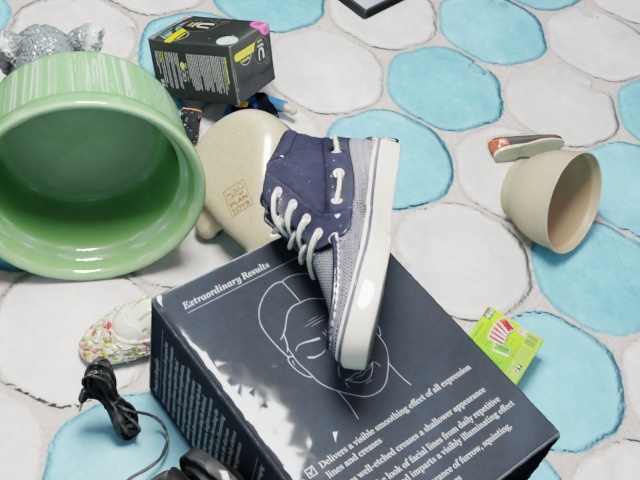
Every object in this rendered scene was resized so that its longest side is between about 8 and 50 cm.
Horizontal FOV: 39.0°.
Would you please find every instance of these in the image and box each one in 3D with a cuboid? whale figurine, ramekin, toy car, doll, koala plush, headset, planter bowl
[{"bbox_3d":[-0.082,-0.056,1.315,0.141,0.216,0.272,23,40,-56],"label":"whale figurine"},{"bbox_3d":[-0.314,-0.103,1.208,0.303,0.303,0.148,-4,45,-15],"label":"ramekin"},{"bbox_3d":[-0.175,-0.192,1.466,0.122,0.060,0.040,-11,10,-11],"label":"toy car"},{"bbox_3d":[-0.098,-0.201,1.489,0.129,0.046,0.189,-17,50,-13],"label":"doll"},{"bbox_3d":[-0.406,-0.228,1.331,0.196,0.221,0.203,-7,53,-17],"label":"koala plush"},{"bbox_3d":[-0.188,0.292,0.954,0.243,0.185,0.394,-22,31,-7],"label":"headset"},{"bbox_3d":[0.353,-0.070,1.424,0.109,0.162,0.162,19,44,41],"label":"planter bowl"}]

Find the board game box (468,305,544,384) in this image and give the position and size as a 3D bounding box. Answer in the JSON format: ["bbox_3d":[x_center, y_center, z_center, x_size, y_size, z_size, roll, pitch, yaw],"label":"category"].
[{"bbox_3d":[0.226,0.182,1.248,0.092,0.043,0.181,32,52,15],"label":"board game box"}]

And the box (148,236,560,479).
[{"bbox_3d":[0.020,0.200,1.080,0.293,0.212,0.395,-27,62,-29],"label":"box"}]

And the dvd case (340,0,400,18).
[{"bbox_3d":[0.062,-0.549,1.823,0.180,0.022,0.253,-34,65,-32],"label":"dvd case"}]

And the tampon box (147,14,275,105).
[{"bbox_3d":[-0.175,-0.295,1.470,0.161,0.101,0.120,10,35,25],"label":"tampon box"}]

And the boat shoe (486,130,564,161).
[{"bbox_3d":[0.354,-0.168,1.560,0.137,0.049,0.043,-9,52,-13],"label":"boat shoe"}]

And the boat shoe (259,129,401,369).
[{"bbox_3d":[0.000,0.000,1.037,0.158,0.127,0.340,8,41,3],"label":"boat shoe"}]

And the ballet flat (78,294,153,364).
[{"bbox_3d":[-0.204,0.096,1.205,0.241,0.077,0.091,-17,58,-23],"label":"ballet flat"}]
